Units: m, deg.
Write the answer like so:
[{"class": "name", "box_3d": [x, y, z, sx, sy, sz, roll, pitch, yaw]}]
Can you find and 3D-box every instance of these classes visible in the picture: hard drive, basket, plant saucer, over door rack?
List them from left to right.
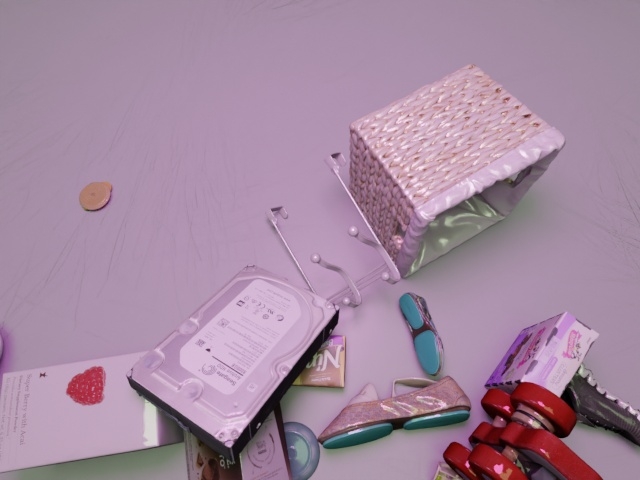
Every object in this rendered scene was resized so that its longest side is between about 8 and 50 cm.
[{"class": "hard drive", "box_3d": [-0.146, 0.196, 0.804, 0.237, 0.064, 0.339, 24, 45, 23]}, {"class": "plant saucer", "box_3d": [-0.061, 0.437, 0.878, 0.120, 0.021, 0.119, -1, 69, 2]}, {"class": "over door rack", "box_3d": [0.000, 0.000, 0.938, 0.240, 0.108, 0.324, -37, 67, 32]}, {"class": "basket", "box_3d": [0.260, -0.144, 0.932, 0.332, 0.328, 0.266, -28, 69, -8]}]

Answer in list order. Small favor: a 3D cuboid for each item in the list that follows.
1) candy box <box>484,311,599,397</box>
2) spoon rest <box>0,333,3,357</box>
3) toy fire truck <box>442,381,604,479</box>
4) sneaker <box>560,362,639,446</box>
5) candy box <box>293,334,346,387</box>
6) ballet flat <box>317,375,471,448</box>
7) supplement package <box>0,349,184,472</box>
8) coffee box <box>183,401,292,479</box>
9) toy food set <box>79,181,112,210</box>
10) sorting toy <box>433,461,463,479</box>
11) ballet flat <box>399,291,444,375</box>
[{"class": "candy box", "box_3d": [0.427, 0.241, 0.844, 0.070, 0.196, 0.165, 38, 74, 15]}, {"class": "spoon rest", "box_3d": [-0.735, 0.298, 0.922, 0.137, 0.084, 0.276, -33, 72, -10]}, {"class": "toy fire truck", "box_3d": [0.378, 0.396, 0.726, 0.254, 0.302, 0.169, 41, 70, 13]}, {"class": "sneaker", "box_3d": [0.556, 0.345, 0.867, 0.106, 0.078, 0.234, -41, 69, -10]}, {"class": "candy box", "box_3d": [-0.039, 0.260, 0.930, 0.187, 0.053, 0.109, 2, 69, 4]}, {"class": "ballet flat", "box_3d": [0.143, 0.344, 0.879, 0.317, 0.107, 0.106, -8, 49, -7]}, {"class": "supplement package", "box_3d": [-0.435, 0.333, 0.848, 0.293, 0.175, 0.177, -9, 68, -2]}, {"class": "coffee box", "box_3d": [-0.147, 0.450, 0.786, 0.168, 0.119, 0.296, -27, 65, 34]}, {"class": "toy food set", "box_3d": [-0.586, -0.116, 1.111, 0.083, 0.020, 0.083, -8, 69, -1]}, {"class": "sorting toy", "box_3d": [0.250, 0.487, 0.840, 0.083, 0.045, 0.075, 25, 84, -1]}, {"class": "ballet flat", "box_3d": [0.233, 0.200, 0.936, 0.070, 0.070, 0.188, -13, 64, -3]}]
